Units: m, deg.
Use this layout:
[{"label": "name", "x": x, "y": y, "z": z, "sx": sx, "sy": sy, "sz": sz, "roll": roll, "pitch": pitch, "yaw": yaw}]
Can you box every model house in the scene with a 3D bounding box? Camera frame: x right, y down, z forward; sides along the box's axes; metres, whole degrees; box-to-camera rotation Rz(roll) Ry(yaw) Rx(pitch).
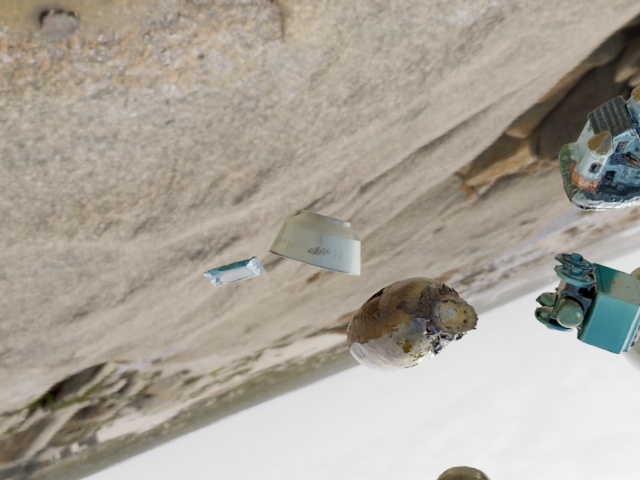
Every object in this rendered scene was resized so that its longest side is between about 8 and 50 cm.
[{"label": "model house", "x": 0.705, "y": -0.230, "z": 1.556, "sx": 0.253, "sy": 0.184, "sz": 0.291, "roll": 0, "pitch": 139, "yaw": 1}]

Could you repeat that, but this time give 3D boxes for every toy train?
[{"label": "toy train", "x": 0.422, "y": 0.093, "z": 1.061, "sx": 0.154, "sy": 0.107, "sz": 0.198, "roll": 20, "pitch": -160, "yaw": 16}]

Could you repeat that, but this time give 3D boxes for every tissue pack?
[{"label": "tissue pack", "x": -0.207, "y": 0.075, "z": 1.652, "sx": 0.138, "sy": 0.028, "sz": 0.085, "roll": -13, "pitch": 148, "yaw": 11}]

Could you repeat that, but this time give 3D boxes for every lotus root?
[{"label": "lotus root", "x": 0.135, "y": 0.147, "z": 1.168, "sx": 0.169, "sy": 0.141, "sz": 0.314, "roll": -22, "pitch": 171, "yaw": -34}]

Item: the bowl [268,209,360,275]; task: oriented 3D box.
[{"label": "bowl", "x": 0.000, "y": 0.000, "z": 1.692, "sx": 0.238, "sy": 0.126, "sz": 0.238, "roll": 15, "pitch": -177, "yaw": -1}]

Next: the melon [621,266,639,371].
[{"label": "melon", "x": 0.769, "y": 0.186, "z": 1.479, "sx": 0.272, "sy": 0.308, "sz": 0.272, "roll": -33, "pitch": 163, "yaw": -11}]

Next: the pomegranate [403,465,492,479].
[{"label": "pomegranate", "x": 0.313, "y": 0.610, "z": 1.589, "sx": 0.198, "sy": 0.246, "sz": 0.198, "roll": -49, "pitch": 165, "yaw": -18}]
